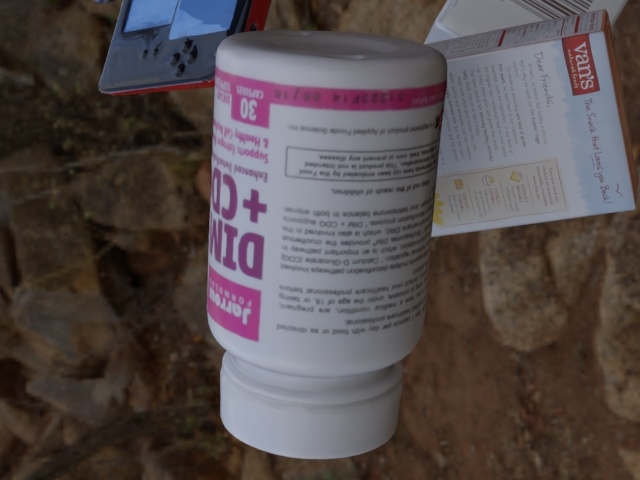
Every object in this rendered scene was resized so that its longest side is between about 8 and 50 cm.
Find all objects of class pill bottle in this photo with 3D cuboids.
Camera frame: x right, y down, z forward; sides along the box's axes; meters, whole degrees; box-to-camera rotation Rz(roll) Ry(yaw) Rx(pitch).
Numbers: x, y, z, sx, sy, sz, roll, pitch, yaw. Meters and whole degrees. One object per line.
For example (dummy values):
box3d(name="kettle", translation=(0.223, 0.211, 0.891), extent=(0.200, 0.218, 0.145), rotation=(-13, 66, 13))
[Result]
box3d(name="pill bottle", translation=(0.000, 0.000, 0.835), extent=(0.160, 0.160, 0.283), rotation=(-108, 20, -72))

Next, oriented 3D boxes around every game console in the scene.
box3d(name="game console", translation=(-0.203, -0.421, 1.878), extent=(0.060, 0.342, 0.386), rotation=(29, -110, -48))

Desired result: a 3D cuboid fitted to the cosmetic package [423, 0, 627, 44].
box3d(name="cosmetic package", translation=(0.241, -0.283, 1.370), extent=(0.230, 0.161, 0.453), rotation=(-60, 0, 3))

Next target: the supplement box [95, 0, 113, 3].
box3d(name="supplement box", translation=(-0.224, -0.344, 0.809), extent=(0.195, 0.356, 0.194), rotation=(-45, -19, -56))

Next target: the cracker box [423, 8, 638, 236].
box3d(name="cracker box", translation=(0.137, -0.091, 0.976), extent=(0.067, 0.232, 0.155), rotation=(-61, -41, -58))
